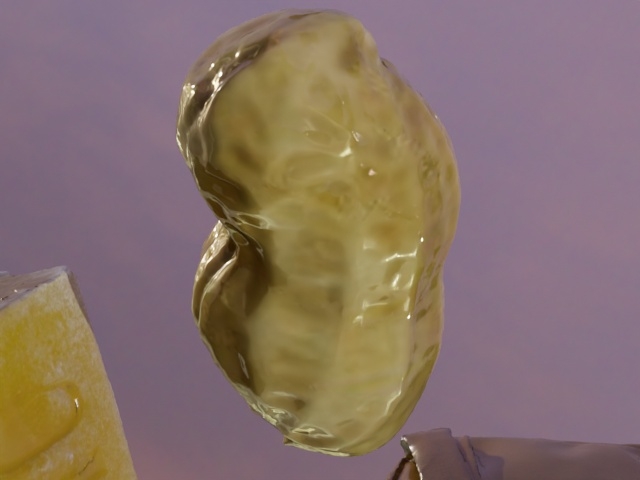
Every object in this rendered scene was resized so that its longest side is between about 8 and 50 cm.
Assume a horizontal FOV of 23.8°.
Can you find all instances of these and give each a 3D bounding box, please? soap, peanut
[{"bbox_3d":[-0.168,0.158,0.841,0.080,0.160,0.257,-8,-75,29],"label":"soap"},{"bbox_3d":[0.000,0.000,0.807,0.147,0.147,0.305,30,-37,24],"label":"peanut"}]

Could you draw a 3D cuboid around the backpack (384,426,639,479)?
[{"bbox_3d":[0.170,0.272,1.086,0.353,0.378,0.201,1,-73,20],"label":"backpack"}]
